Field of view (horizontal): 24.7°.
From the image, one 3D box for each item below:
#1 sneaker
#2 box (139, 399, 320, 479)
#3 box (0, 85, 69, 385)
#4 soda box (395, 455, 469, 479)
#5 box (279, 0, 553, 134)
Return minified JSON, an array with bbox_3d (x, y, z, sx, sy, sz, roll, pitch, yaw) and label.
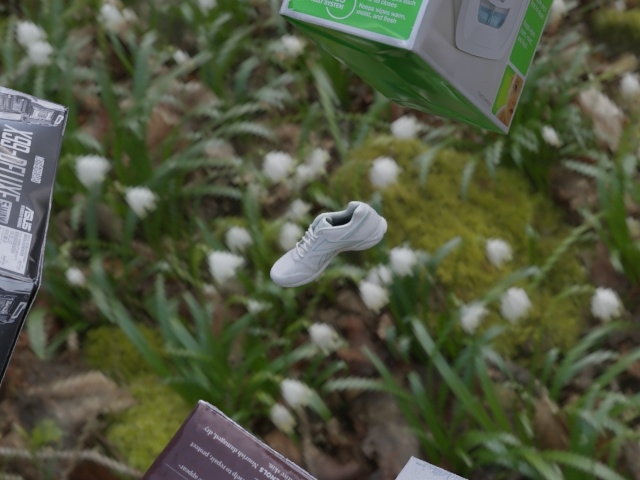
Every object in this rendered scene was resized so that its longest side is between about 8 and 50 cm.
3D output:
[{"bbox_3d":[0.000,0.000,1.716,0.152,0.061,0.053,-32,46,11],"label":"sneaker"},{"bbox_3d":[-0.113,0.309,1.551,0.167,0.168,0.203,33,76,12],"label":"box"},{"bbox_3d":[-0.317,0.035,1.362,0.307,0.077,0.242,-97,28,-57],"label":"box"},{"bbox_3d":[0.062,0.248,1.120,0.069,0.074,0.216,22,20,13],"label":"soda box"},{"bbox_3d":[0.102,-0.239,1.203,0.127,0.262,0.231,20,87,25],"label":"box"}]
